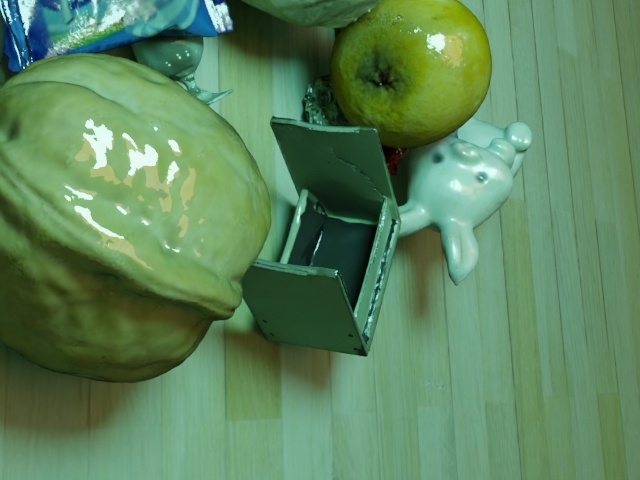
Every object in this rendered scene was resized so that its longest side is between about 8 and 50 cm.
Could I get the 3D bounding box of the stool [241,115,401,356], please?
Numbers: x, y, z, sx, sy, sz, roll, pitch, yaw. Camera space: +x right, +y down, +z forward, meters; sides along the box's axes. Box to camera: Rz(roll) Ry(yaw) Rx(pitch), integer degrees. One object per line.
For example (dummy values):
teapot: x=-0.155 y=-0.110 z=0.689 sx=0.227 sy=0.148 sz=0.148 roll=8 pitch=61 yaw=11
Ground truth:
stool: x=0.000 y=0.000 z=1.217 sx=0.270 sy=0.170 sz=0.244 roll=69 pitch=33 yaw=-58

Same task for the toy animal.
toy animal: x=0.240 y=-0.084 z=1.504 sx=0.367 sy=0.196 sz=0.241 roll=-51 pitch=159 yaw=-51

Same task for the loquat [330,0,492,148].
loquat: x=0.146 y=-0.281 z=1.348 sx=0.263 sy=0.263 sz=0.263 roll=12 pitch=72 yaw=-43

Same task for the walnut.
walnut: x=-0.247 y=-0.024 z=0.947 sx=0.381 sy=0.381 sz=0.381 roll=12 pitch=72 yaw=-43

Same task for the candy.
candy: x=-0.268 y=-0.329 z=1.063 sx=0.331 sy=0.077 sz=0.187 roll=-21 pitch=97 yaw=-36

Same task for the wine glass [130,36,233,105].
wine glass: x=-0.223 y=-0.292 z=1.186 sx=0.103 sy=0.103 sz=0.231 roll=-38 pitch=105 yaw=-43

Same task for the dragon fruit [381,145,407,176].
dragon fruit: x=0.111 y=-0.141 z=1.484 sx=0.083 sy=0.106 sz=0.162 roll=34 pitch=56 yaw=-36

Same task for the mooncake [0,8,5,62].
mooncake: x=-0.491 y=-0.238 z=0.877 sx=0.283 sy=0.141 sz=0.283 roll=2 pitch=87 yaw=-44

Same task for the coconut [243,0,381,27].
coconut: x=-0.021 y=-0.530 z=1.260 sx=0.345 sy=0.415 sz=0.415 roll=56 pitch=44 yaw=-49

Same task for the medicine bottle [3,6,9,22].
medicine bottle: x=-0.404 y=-0.334 z=1.033 sx=0.055 sy=0.074 sz=0.118 roll=-1 pitch=81 yaw=-45

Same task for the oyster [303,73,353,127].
oyster: x=0.034 y=-0.238 z=1.462 sx=0.125 sy=0.064 sz=0.177 roll=51 pitch=50 yaw=-31
